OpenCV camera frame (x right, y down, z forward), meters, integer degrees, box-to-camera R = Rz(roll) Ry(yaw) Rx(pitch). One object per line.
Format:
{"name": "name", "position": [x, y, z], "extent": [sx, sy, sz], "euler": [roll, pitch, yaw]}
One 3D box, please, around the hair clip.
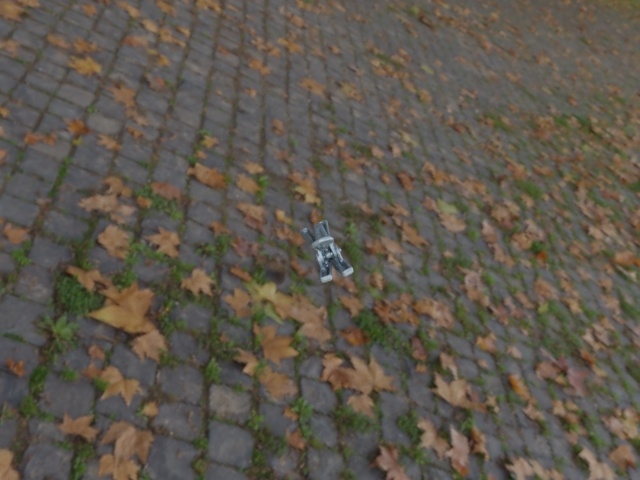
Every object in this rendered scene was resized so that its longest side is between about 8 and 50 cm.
{"name": "hair clip", "position": [0.001, 0.000, 0.706], "extent": [0.030, 0.039, 0.115], "euler": [-16, 19, -5]}
